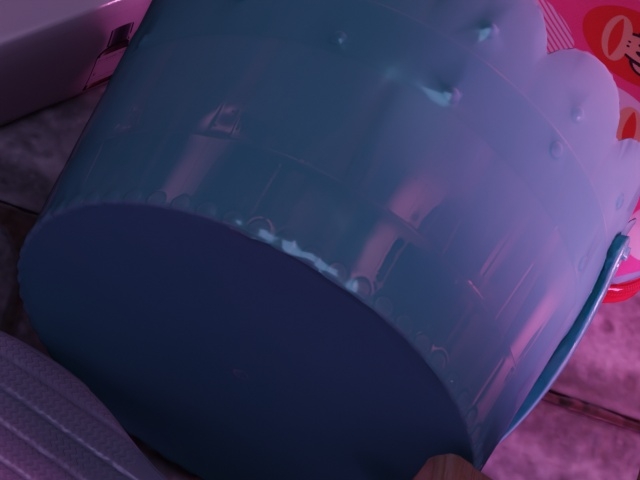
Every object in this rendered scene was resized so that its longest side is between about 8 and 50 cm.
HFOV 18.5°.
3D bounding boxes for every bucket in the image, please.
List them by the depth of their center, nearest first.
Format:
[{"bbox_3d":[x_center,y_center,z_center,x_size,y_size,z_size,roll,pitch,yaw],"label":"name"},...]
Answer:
[{"bbox_3d":[0.000,0.000,0.957,0.281,0.281,0.183,30,58,1],"label":"bucket"}]

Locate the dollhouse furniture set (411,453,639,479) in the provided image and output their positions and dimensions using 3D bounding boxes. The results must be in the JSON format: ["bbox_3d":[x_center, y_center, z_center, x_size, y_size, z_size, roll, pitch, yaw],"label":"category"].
[{"bbox_3d":[0.233,0.259,0.829,0.394,0.362,0.256,38,47,-35],"label":"dollhouse furniture set"}]

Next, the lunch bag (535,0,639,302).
[{"bbox_3d":[0.156,-0.109,1.135,0.258,0.120,0.293,30,45,0],"label":"lunch bag"}]

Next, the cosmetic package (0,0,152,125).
[{"bbox_3d":[-0.141,-0.124,1.081,0.239,0.099,0.060,-26,71,-28],"label":"cosmetic package"}]

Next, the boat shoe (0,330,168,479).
[{"bbox_3d":[-0.118,0.150,0.927,0.302,0.094,0.109,39,32,9],"label":"boat shoe"}]
